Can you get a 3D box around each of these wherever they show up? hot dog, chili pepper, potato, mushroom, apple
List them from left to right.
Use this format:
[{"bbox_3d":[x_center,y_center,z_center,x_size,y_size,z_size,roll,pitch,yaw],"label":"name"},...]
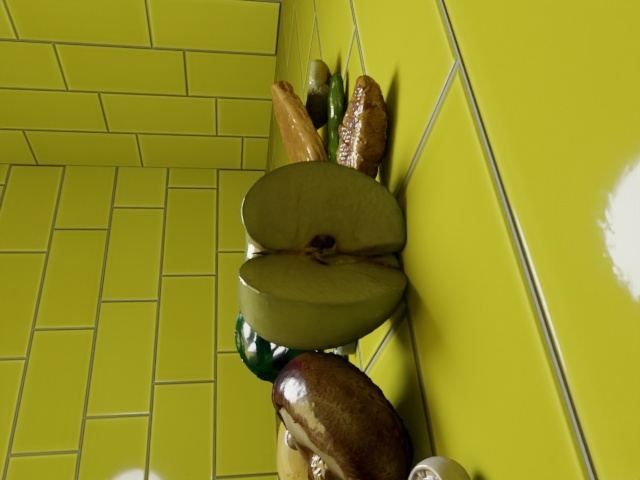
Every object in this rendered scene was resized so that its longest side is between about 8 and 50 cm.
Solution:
[{"bbox_3d":[-0.113,0.293,1.675,0.233,0.248,0.257,63,-163,-57],"label":"chili pepper"},{"bbox_3d":[-0.027,0.487,1.314,0.146,0.150,0.234,-34,43,45],"label":"potato"},{"bbox_3d":[-0.003,0.040,0.915,0.233,0.257,0.295,104,166,-59],"label":"apple"},{"bbox_3d":[-0.003,-0.370,1.464,0.243,0.073,0.084,106,166,-66],"label":"hot dog"},{"bbox_3d":[0.035,0.302,0.867,0.279,0.162,0.297,65,163,15],"label":"mushroom"}]

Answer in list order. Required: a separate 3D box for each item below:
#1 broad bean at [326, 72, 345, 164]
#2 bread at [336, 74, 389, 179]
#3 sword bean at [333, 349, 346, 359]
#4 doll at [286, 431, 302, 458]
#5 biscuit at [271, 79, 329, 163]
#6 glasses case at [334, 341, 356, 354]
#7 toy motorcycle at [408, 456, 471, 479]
[{"bbox_3d":[0.048,-0.238,1.259,0.144,0.049,0.292,111,156,-49],"label":"broad bean"},{"bbox_3d":[0.076,-0.170,0.989,0.105,0.075,0.233,-130,47,-57],"label":"bread"},{"bbox_3d":[0.042,0.190,1.300,0.043,0.038,0.270,160,110,-67],"label":"sword bean"},{"bbox_3d":[0.009,0.407,1.163,0.256,0.152,0.196,-137,61,-83],"label":"doll"},{"bbox_3d":[-0.039,-0.238,1.462,0.351,0.057,0.312,-120,10,-48],"label":"biscuit"},{"bbox_3d":[0.058,0.144,1.180,0.071,0.047,0.205,-104,18,-53],"label":"glasses case"},{"bbox_3d":[0.139,0.366,0.597,0.112,0.112,0.255,135,136,-77],"label":"toy motorcycle"}]
